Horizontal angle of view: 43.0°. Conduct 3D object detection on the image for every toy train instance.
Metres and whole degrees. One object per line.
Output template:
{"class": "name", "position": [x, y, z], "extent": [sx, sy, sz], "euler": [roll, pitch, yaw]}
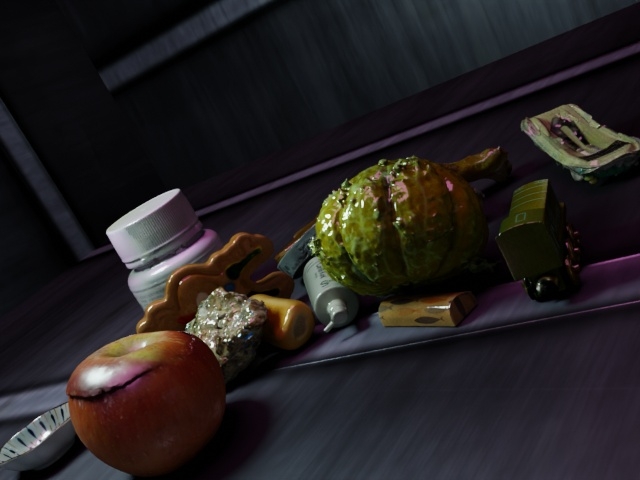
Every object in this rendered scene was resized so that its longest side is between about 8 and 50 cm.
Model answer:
{"class": "toy train", "position": [0.332, -0.006, 1.226], "extent": [0.090, 0.137, 0.225], "euler": [-21, 17, 25]}

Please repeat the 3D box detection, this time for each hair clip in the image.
{"class": "hair clip", "position": [0.508, -0.178, 1.584], "extent": [0.138, 0.091, 0.321], "euler": [-20, 27, 0]}

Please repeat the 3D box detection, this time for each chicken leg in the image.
{"class": "chicken leg", "position": [0.227, -0.120, 1.710], "extent": [0.361, 0.140, 0.211], "euler": [-32, -14, 2]}

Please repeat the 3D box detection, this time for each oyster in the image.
{"class": "oyster", "position": [-0.189, 0.189, 1.520], "extent": [0.260, 0.092, 0.198], "euler": [-14, 59, 34]}

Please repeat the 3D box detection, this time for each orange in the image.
{"class": "orange", "position": [0.134, -0.022, 1.394], "extent": [0.300, 0.223, 0.301], "euler": [8, -23, -36]}

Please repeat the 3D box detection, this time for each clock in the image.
{"class": "clock", "position": [0.000, 0.000, 1.806], "extent": [0.226, 0.049, 0.226], "euler": [-42, -7, -7]}

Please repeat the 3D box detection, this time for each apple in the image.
{"class": "apple", "position": [-0.277, 0.261, 1.322], "extent": [0.272, 0.206, 0.251], "euler": [-8, 14, 47]}

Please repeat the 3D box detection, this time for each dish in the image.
{"class": "dish", "position": [-0.541, 0.399, 1.601], "extent": [0.191, 0.066, 0.190], "euler": [-29, 14, 8]}

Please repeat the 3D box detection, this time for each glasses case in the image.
{"class": "glasses case", "position": [0.170, 0.108, 1.328], "extent": [0.064, 0.041, 0.170], "euler": [-37, 16, -33]}

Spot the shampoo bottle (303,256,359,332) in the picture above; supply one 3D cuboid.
{"class": "shampoo bottle", "position": [0.021, 0.101, 1.537], "extent": [0.085, 0.085, 0.262], "euler": [-28, 15, 1]}

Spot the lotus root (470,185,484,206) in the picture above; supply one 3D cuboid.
{"class": "lotus root", "position": [0.252, -0.053, 1.623], "extent": [0.165, 0.088, 0.088], "euler": [-34, 14, 12]}

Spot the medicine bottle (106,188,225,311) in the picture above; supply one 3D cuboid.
{"class": "medicine bottle", "position": [-0.338, 0.056, 1.907], "extent": [0.241, 0.302, 0.241], "euler": [-27, 15, 8]}

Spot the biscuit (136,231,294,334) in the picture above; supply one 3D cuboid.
{"class": "biscuit", "position": [-0.214, 0.125, 1.656], "extent": [0.334, 0.202, 0.047], "euler": [-30, 23, -14]}

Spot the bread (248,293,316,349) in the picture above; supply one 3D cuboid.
{"class": "bread", "position": [-0.084, 0.154, 1.563], "extent": [0.239, 0.074, 0.092], "euler": [4, 75, 64]}

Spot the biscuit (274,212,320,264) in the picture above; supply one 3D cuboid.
{"class": "biscuit", "position": [0.004, -0.038, 2.067], "extent": [0.197, 0.049, 0.301], "euler": [-32, 9, 30]}
